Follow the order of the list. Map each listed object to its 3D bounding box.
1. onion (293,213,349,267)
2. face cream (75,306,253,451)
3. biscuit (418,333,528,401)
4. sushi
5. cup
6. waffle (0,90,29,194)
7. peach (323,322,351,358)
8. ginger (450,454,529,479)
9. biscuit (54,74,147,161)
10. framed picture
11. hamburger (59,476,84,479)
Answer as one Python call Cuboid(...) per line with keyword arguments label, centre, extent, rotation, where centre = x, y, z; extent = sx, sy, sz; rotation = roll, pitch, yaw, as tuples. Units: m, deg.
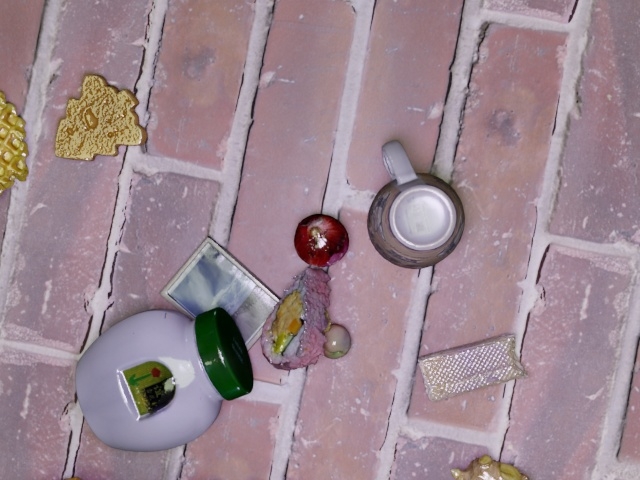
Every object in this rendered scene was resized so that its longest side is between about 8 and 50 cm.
Cuboid(label="onion", centre=(0.000, 0.000, 1.702), extent=(0.131, 0.131, 0.131), rotation=(0, 90, 3))
Cuboid(label="face cream", centre=(-0.352, 0.309, 1.664), extent=(0.357, 0.219, 0.312), rotation=(-22, 88, 6))
Cuboid(label="biscuit", centre=(0.353, 0.296, 1.710), extent=(0.239, 0.062, 0.108), rotation=(-15, 91, 4))
Cuboid(label="sushi", centre=(-0.057, 0.187, 1.695), extent=(0.161, 0.108, 0.241), rotation=(-21, 55, 37))
Cuboid(label="cup", centre=(0.208, -0.086, 1.624), extent=(0.228, 0.257, 0.301), rotation=(-19, 87, 0))
Cuboid(label="waffle", centre=(-0.839, -0.228, 1.778), extent=(0.291, 0.051, 0.290), rotation=(0, 89, 0))
Cuboid(label="peach", centre=(0.032, 0.235, 1.718), extent=(0.083, 0.083, 0.083), rotation=(0, 90, 3))
Cuboid(label="ginger", centre=(0.396, 0.573, 1.688), extent=(0.216, 0.102, 0.157), rotation=(28, 115, 0))
Cuboid(label="biscuit", centre=(-0.542, -0.277, 1.768), extent=(0.239, 0.041, 0.212), rotation=(-38, 94, 2))
Cuboid(label="framed picture", centre=(-0.233, 0.141, 1.762), extent=(0.260, 0.023, 0.189), rotation=(41, 95, 2))
Cuboid(label="hamburger", centre=(-0.587, 0.712, 1.688), extent=(0.290, 0.170, 0.314), rotation=(-45, 72, 10))
